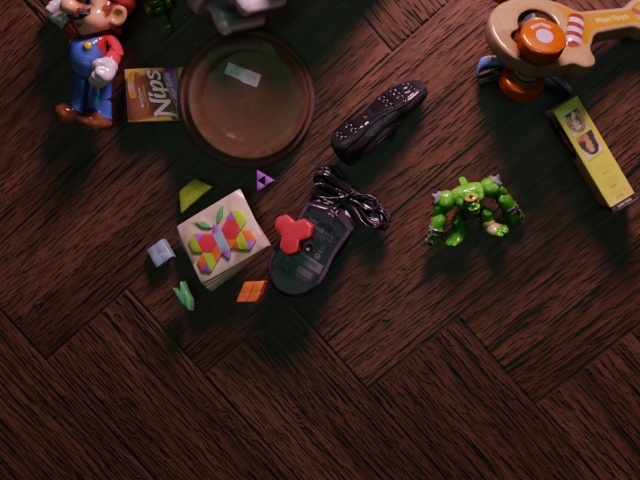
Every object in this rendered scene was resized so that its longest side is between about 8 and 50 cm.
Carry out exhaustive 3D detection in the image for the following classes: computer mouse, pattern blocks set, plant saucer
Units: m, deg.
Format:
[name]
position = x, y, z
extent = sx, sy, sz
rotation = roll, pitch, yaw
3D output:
[computer mouse]
position = 0.000, 0.000, 1.692
extent = 0.188, 0.072, 0.272
rotation = 38, 89, 4
[pattern blocks set]
position = -0.198, -0.002, 1.682
extent = 0.325, 0.026, 0.285
rotation = -45, 74, 15
[plant saucer]
position = -0.145, -0.280, 1.639
extent = 0.278, 0.041, 0.277
rotation = -1, 99, -9

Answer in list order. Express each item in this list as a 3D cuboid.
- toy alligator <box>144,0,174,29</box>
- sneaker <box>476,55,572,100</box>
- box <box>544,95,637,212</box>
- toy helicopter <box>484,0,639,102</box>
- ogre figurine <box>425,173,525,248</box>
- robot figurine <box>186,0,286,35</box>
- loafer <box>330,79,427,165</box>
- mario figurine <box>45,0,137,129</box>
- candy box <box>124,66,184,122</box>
[toy alligator]
position = -0.340, -0.515, 1.646
extent = 0.056, 0.051, 0.189
rotation = -18, 97, 7
[sneaker]
position = 0.397, -0.309, 1.615
extent = 0.188, 0.067, 0.078
rotation = 13, 113, 5
[box]
position = 0.525, -0.168, 1.610
extent = 0.058, 0.087, 0.232
rotation = -32, 94, 7
[toy helicopter]
position = 0.476, -0.409, 1.551
extent = 0.355, 0.140, 0.235
rotation = -11, 62, -12
[ogre figurine]
position = 0.298, -0.060, 1.645
extent = 0.197, 0.097, 0.118
rotation = -8, 116, 21
[robot figurine]
position = -0.201, -0.566, 1.546
extent = 0.300, 0.200, 0.353
rotation = -25, 92, 44
[loafer]
position = 0.123, -0.235, 1.647
extent = 0.223, 0.076, 0.078
rotation = -38, 130, 3
[mario figurine]
position = -0.474, -0.387, 1.621
extent = 0.198, 0.170, 0.320
rotation = 11, 101, 5
[candy box]
position = -0.299, -0.297, 1.677
extent = 0.187, 0.053, 0.109
rotation = -2, 99, 6
